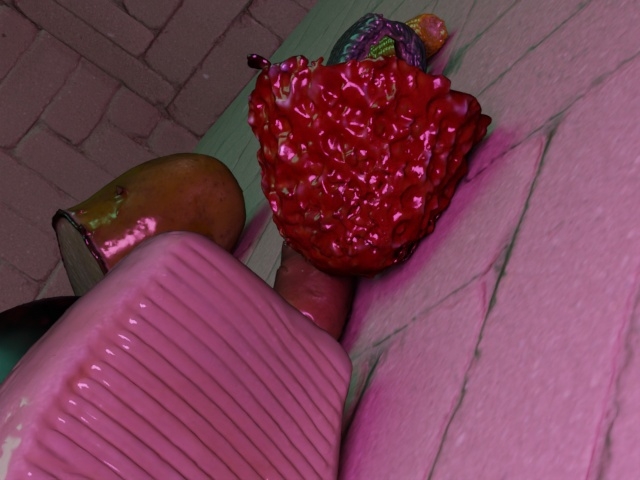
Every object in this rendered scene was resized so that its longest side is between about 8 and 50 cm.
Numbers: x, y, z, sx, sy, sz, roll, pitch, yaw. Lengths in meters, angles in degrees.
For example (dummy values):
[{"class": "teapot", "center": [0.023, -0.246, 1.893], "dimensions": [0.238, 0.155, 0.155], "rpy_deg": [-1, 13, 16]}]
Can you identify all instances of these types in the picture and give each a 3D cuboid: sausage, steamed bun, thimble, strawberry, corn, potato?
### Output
[{"class": "sausage", "center": [0.002, 0.000, 1.193], "dimensions": [0.088, 0.088, 0.433], "rpy_deg": [-50, 13, 22]}, {"class": "steamed bun", "center": [-0.145, 0.194, 0.802], "dimensions": [0.236, 0.247, 0.383], "rpy_deg": [-35, 27, 41]}, {"class": "thimble", "center": [0.070, -0.209, 1.400], "dimensions": [0.135, 0.119, 0.090], "rpy_deg": [-65, 14, 4]}, {"class": "strawberry", "center": [0.032, -0.060, 1.018], "dimensions": [0.234, 0.234, 0.177], "rpy_deg": [152, 128, -65]}, {"class": "corn", "center": [0.100, -0.245, 1.522], "dimensions": [0.206, 0.067, 0.067], "rpy_deg": [-29, 28, 59]}, {"class": "potato", "center": [-0.258, 0.033, 1.904], "dimensions": [0.296, 0.290, 0.397], "rpy_deg": [-30, -37, -20]}]

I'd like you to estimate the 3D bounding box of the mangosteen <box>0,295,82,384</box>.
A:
[{"class": "mangosteen", "center": [-0.268, 0.188, 1.136], "dimensions": [0.313, 0.297, 0.297], "rpy_deg": [32, 85, 34]}]
